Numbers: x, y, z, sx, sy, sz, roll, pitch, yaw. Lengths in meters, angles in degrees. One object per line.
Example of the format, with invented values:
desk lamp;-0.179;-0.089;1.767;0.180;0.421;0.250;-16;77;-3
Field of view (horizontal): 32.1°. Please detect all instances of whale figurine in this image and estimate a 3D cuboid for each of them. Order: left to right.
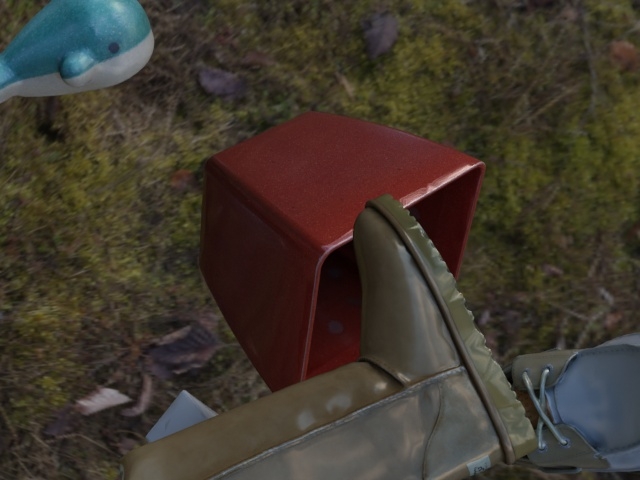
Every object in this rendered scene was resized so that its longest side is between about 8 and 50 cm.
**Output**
whale figurine;-0.381;-0.288;1.611;0.271;0.216;0.141;-20;121;-11

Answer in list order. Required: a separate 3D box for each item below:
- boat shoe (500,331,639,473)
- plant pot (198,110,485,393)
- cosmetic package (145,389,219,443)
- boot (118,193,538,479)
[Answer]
boat shoe;0.205;0.142;0.908;0.103;0.302;0.113;0;71;-19
plant pot;0.000;0.000;1.316;0.267;0.267;0.235;-29;53;-35
cosmetic package;-0.034;0.376;1.473;0.377;0.284;0.097;41;87;-25
boot;-0.017;0.109;0.779;0.269;0.089;0.236;-24;58;-5
